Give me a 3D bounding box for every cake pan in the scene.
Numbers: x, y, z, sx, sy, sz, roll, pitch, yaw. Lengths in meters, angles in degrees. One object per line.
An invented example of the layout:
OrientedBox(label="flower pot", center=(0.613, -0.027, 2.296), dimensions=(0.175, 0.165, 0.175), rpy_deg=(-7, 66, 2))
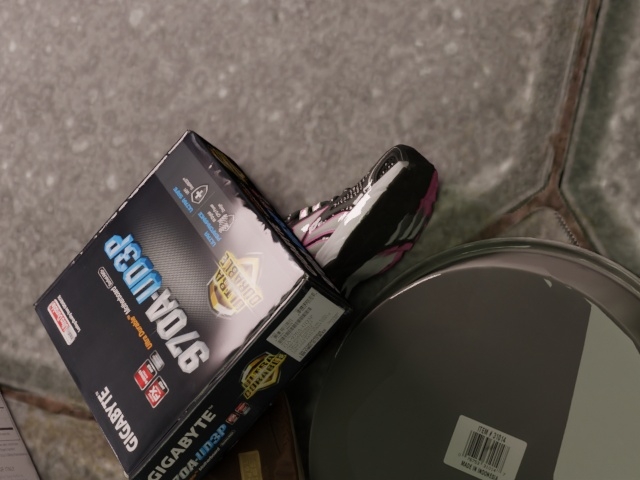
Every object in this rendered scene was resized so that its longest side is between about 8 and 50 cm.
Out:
OrientedBox(label="cake pan", center=(0.116, 0.142, 1.221), dimensions=(0.293, 0.054, 0.293), rpy_deg=(-2, 85, 25))

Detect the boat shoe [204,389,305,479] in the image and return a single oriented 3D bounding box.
OrientedBox(label="boat shoe", center=(-0.040, 0.210, 1.237), dimensions=(0.095, 0.095, 0.257), rpy_deg=(-3, 58, 5))

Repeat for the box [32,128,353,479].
OrientedBox(label="box", center=(-0.091, 0.046, 1.260), dimensions=(0.175, 0.051, 0.220), rpy_deg=(-48, 38, 7))

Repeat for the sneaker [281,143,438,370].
OrientedBox(label="sneaker", center=(0.000, 0.000, 1.279), dimensions=(0.178, 0.072, 0.077), rpy_deg=(-49, 58, 9))

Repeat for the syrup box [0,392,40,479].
OrientedBox(label="syrup box", center=(-0.296, 0.133, 1.393), dimensions=(0.093, 0.096, 0.237), rpy_deg=(-33, 75, 20))
